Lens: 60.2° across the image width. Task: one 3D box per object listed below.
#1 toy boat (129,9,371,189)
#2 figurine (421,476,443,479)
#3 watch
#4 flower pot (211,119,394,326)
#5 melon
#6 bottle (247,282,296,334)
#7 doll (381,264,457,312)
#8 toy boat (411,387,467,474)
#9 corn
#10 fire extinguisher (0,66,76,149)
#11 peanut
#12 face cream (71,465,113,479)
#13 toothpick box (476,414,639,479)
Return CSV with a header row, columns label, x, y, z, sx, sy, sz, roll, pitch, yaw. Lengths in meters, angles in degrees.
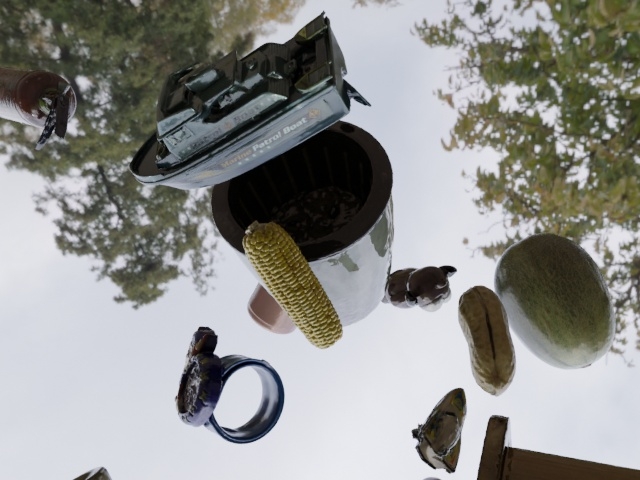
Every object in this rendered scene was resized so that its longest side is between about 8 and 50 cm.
label,x,y,z,sx,sy,sz,roll,pitch,yaw
toy boat,-0.104,-0.135,0.606,0.296,0.122,0.114,-21,-130,24
figurine,0.193,0.553,0.903,0.211,0.270,0.261,-39,180,-3
watch,-0.180,0.304,1.124,0.171,0.200,0.196,7,-105,64
flower pot,0.000,0.000,0.989,0.293,0.330,0.294,-7,-127,10
melon,0.548,0.140,1.301,0.248,0.248,0.329,-15,-115,-1
bottle,-0.076,0.129,1.648,0.206,0.297,0.173,41,-157,31
doll,0.264,0.134,1.537,0.182,0.117,0.257,-35,-167,-28
toy boat,0.224,0.323,0.986,0.084,0.066,0.210,48,-145,4
corn,-0.037,0.061,0.756,0.067,0.206,0.067,-30,-165,9
fire extinguisher,-0.531,-0.244,1.011,0.344,0.102,0.138,20,-94,42
peanut,0.255,0.152,0.848,0.080,0.080,0.174,-8,-122,9
face cream,-0.204,0.427,0.618,0.084,0.341,0.137,-28,178,8
toothpick box,0.275,0.284,0.424,0.308,0.190,0.187,1,-144,27
